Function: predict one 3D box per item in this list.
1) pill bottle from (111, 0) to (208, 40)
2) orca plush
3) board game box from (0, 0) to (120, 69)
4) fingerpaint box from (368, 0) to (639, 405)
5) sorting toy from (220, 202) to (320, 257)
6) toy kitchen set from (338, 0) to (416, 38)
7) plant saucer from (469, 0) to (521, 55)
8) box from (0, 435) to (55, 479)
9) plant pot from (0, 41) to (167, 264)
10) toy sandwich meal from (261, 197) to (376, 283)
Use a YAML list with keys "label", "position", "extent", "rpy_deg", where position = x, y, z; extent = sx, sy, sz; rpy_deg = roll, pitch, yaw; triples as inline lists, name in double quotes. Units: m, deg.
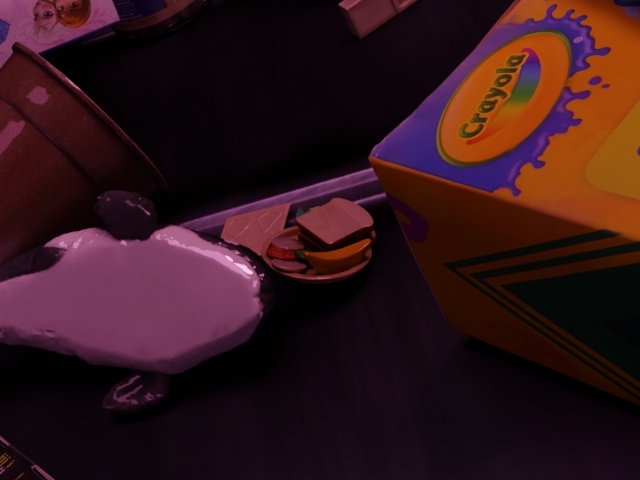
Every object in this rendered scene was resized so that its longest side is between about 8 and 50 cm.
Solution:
- label: "pill bottle"
  position: [-0.202, -0.317, 1.157]
  extent: [0.123, 0.219, 0.122]
  rpy_deg: [-17, 40, 15]
- label: "orca plush"
  position: [-0.147, 0.054, 0.855]
  extent: [0.287, 0.102, 0.151]
  rpy_deg: [-23, 83, 22]
- label: "board game box"
  position: [-0.370, -0.171, 1.100]
  extent: [0.319, 0.065, 0.318]
  rpy_deg: [-26, 17, -14]
- label: "fingerpaint box"
  position: [0.314, -0.094, 0.638]
  extent: [0.371, 0.163, 0.445]
  rpy_deg: [21, 60, 43]
- label: "sorting toy"
  position: [-0.039, -0.004, 0.880]
  extent: [0.083, 0.012, 0.062]
  rpy_deg: [-12, 37, 25]
- label: "toy kitchen set"
  position: [0.034, -0.239, 1.047]
  extent: [0.075, 0.068, 0.083]
  rpy_deg: [-36, 38, -8]
- label: "plant saucer"
  position: [0.162, -0.162, 0.829]
  extent: [0.200, 0.037, 0.200]
  rpy_deg: [-47, -3, -3]
- label: "box"
  position: [-0.248, 0.214, 0.747]
  extent: [0.184, 0.045, 0.190]
  rpy_deg: [23, 60, 42]
- label: "plant pot"
  position: [-0.239, -0.042, 0.937]
  extent: [0.165, 0.167, 0.167]
  rpy_deg: [-47, 41, -10]
- label: "toy sandwich meal"
  position: [0.000, 0.000, 0.818]
  extent: [0.086, 0.029, 0.085]
  rpy_deg: [0, 29, 0]
